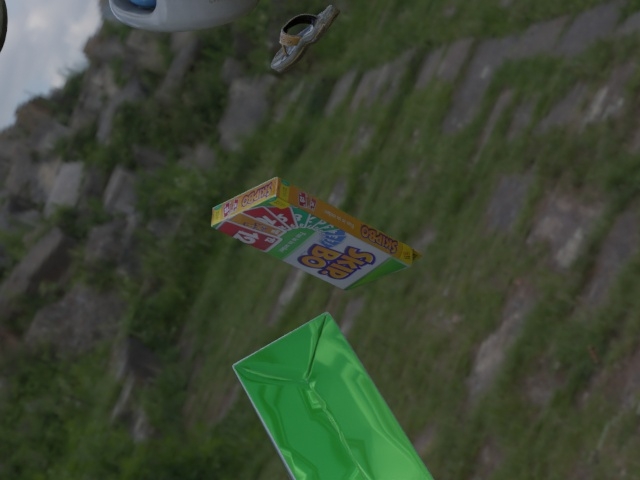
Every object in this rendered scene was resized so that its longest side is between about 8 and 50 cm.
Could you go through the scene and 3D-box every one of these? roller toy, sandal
[{"bbox_3d":[-0.170,-0.341,1.462,0.209,0.191,0.146,-93,-1,-61],"label":"roller toy"},{"bbox_3d":[-0.030,-0.307,1.748,0.072,0.049,0.180,-61,15,-26],"label":"sandal"}]

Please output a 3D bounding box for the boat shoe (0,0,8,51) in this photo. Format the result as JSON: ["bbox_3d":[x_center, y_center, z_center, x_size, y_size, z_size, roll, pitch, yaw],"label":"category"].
[{"bbox_3d":[-0.432,-0.306,1.306,0.307,0.111,0.104,63,-178,36],"label":"boat shoe"}]

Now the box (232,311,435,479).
[{"bbox_3d":[0.030,0.250,1.274,0.127,0.262,0.231,-29,-28,-7],"label":"box"}]

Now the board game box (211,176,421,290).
[{"bbox_3d":[0.000,0.000,1.499,0.124,0.259,0.039,-23,54,42],"label":"board game box"}]
